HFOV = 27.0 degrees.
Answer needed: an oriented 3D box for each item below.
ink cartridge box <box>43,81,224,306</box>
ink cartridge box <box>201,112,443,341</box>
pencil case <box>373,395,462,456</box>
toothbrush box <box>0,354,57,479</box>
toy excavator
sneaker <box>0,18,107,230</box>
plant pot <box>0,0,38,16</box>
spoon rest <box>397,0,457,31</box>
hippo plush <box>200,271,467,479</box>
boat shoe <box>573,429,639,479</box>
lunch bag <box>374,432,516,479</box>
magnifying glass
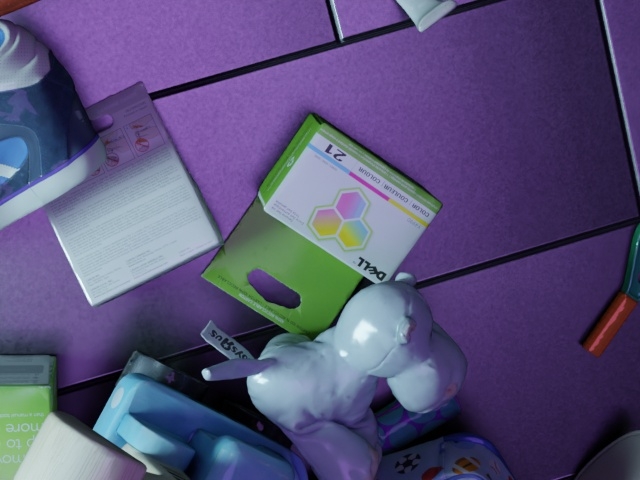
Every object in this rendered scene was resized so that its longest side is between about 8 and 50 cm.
[{"bbox_3d":[-0.248,-0.056,1.652,0.181,0.056,0.224,-26,87,-1],"label":"ink cartridge box"},{"bbox_3d":[0.000,0.000,1.666,0.189,0.097,0.255,33,97,-15],"label":"ink cartridge box"},{"bbox_3d":[0.107,0.234,1.754,0.152,0.064,0.070,-32,119,0],"label":"pencil case"},{"bbox_3d":[-0.434,0.294,1.663,0.206,0.122,0.283,1,105,-8],"label":"toothbrush box"},{"bbox_3d":[-0.163,0.269,1.482,0.433,0.445,0.222,31,82,-26],"label":"toy excavator"},{"bbox_3d":[-0.433,-0.119,1.541,0.323,0.130,0.236,-28,112,6],"label":"sneaker"},{"bbox_3d":[-0.359,-0.374,1.453,0.236,0.267,0.267,-33,106,15],"label":"plant pot"},{"bbox_3d":[0.057,-0.372,1.603,0.137,0.084,0.276,-36,92,0],"label":"spoon rest"},{"bbox_3d":[0.039,0.136,1.621,0.236,0.234,0.294,-39,110,11],"label":"hippo plush"},{"bbox_3d":[0.381,0.406,1.822,0.096,0.112,0.335,22,106,-30],"label":"boat shoe"},{"bbox_3d":[0.126,0.394,1.735,0.303,0.115,0.243,-23,117,19],"label":"lunch bag"},{"bbox_3d":[0.426,0.055,1.777,0.092,0.026,0.231,32,98,-14],"label":"magnifying glass"}]
